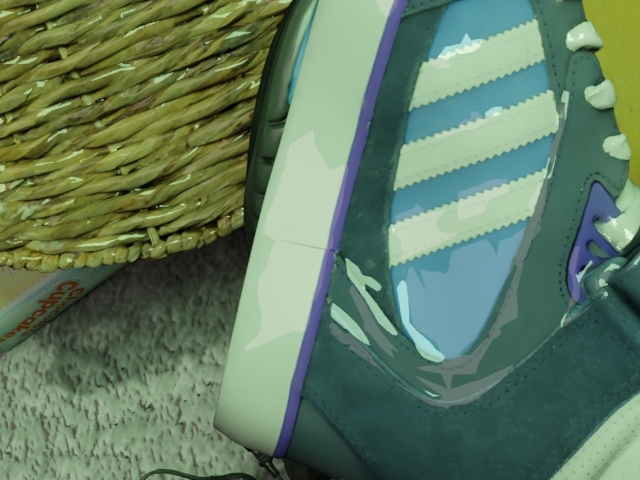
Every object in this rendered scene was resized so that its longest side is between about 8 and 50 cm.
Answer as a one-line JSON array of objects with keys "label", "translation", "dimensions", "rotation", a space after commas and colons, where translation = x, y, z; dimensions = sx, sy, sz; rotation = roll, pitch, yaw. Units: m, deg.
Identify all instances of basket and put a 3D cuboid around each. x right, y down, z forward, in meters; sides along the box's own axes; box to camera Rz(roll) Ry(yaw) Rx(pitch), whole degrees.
[{"label": "basket", "translation": [-0.104, -0.118, 0.807], "dimensions": [0.299, 0.223, 0.214], "rotation": [-21, 106, 1]}]

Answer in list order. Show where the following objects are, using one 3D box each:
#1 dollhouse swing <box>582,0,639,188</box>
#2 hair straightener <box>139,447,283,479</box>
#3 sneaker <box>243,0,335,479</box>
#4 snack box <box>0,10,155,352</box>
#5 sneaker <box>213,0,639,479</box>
[{"label": "dollhouse swing", "translation": [0.252, -0.163, 0.723], "dimensions": [0.346, 0.305, 0.315], "rotation": [-30, 31, 17]}, {"label": "hair straightener", "translation": [-0.041, 0.175, 0.815], "dimensions": [0.230, 0.047, 0.089], "rotation": [-15, 77, 25]}, {"label": "sneaker", "translation": [0.000, 0.000, 0.676], "dimensions": [0.140, 0.125, 0.341], "rotation": [-131, 38, -52]}, {"label": "snack box", "translation": [-0.251, -0.100, 0.926], "dimensions": [0.187, 0.060, 0.322], "rotation": [-34, 71, 15]}, {"label": "sneaker", "translation": [0.105, -0.033, 0.499], "dimensions": [0.236, 0.130, 0.323], "rotation": [16, 94, -1]}]
